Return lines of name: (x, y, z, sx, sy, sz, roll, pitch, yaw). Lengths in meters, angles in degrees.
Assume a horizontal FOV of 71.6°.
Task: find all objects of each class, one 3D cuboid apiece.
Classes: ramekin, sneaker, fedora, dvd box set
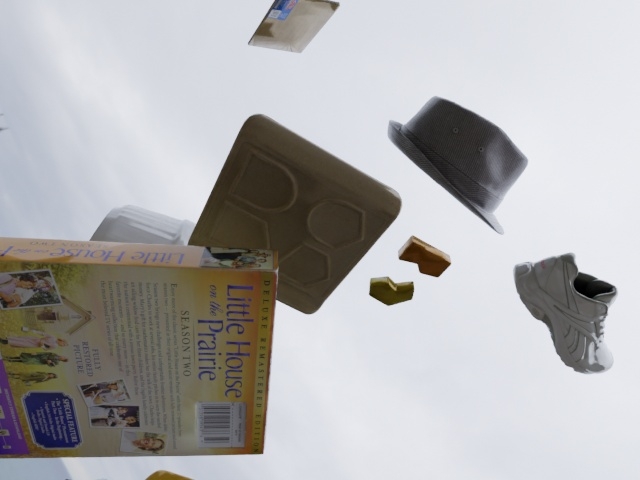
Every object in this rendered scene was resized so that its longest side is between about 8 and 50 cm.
ramekin: (-0.312, 0.068, 0.700, 0.127, 0.273, 0.273, 27, -32, -18)
sneaker: (0.395, 0.113, 0.664, 0.115, 0.090, 0.232, -30, -69, 38)
fedora: (0.250, -0.149, 0.757, 0.275, 0.243, 0.124, 43, -68, 10)
dvd box set: (-0.269, 0.144, 0.546, 0.062, 0.419, 0.308, -102, -164, -61)

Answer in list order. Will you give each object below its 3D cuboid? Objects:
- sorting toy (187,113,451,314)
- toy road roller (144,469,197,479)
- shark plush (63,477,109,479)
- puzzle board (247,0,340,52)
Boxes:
sorting toy: (0.000, 0.000, 0.587, 0.307, 0.041, 0.229, 28, -57, -12)
toy road roller: (-0.219, 0.552, 0.712, 0.329, 0.240, 0.203, -5, -66, 38)
shark plush: (-0.385, 0.403, 0.692, 0.067, 0.073, 0.161, 35, 1, 34)
puzzle board: (-0.043, -0.328, 0.670, 0.128, 0.096, 0.011, -21, -104, 58)
